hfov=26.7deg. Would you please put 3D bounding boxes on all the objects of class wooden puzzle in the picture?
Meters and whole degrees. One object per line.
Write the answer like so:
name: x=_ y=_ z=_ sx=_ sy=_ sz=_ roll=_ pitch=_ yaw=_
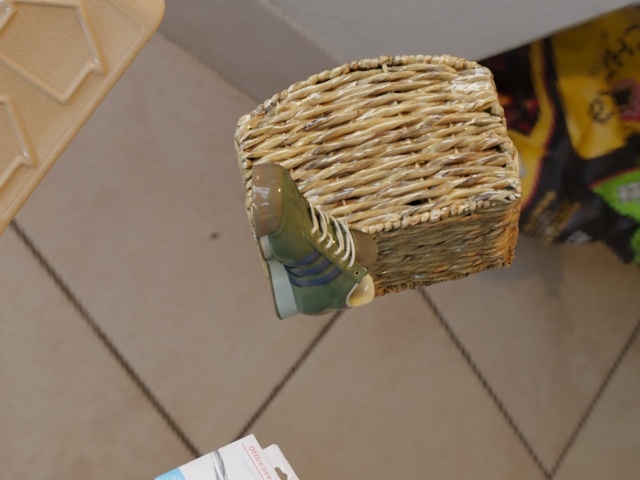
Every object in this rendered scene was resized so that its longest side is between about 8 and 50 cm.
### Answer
wooden puzzle: x=-0.377 y=-0.206 z=1.388 sx=0.322 sy=0.080 sz=0.347 roll=36 pitch=88 yaw=-35

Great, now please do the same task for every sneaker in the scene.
sneaker: x=0.000 y=0.000 z=1.028 sx=0.192 sy=0.086 sz=0.064 roll=80 pitch=8 yaw=-59

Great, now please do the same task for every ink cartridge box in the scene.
ink cartridge box: x=-0.051 y=0.149 z=0.803 sx=0.083 sy=0.028 sz=0.048 roll=-22 pitch=57 yaw=-22

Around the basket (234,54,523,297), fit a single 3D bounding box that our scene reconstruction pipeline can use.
basket: x=0.062 y=-0.067 z=1.526 sx=0.223 sy=0.299 sz=0.213 roll=75 pitch=1 yaw=-69
